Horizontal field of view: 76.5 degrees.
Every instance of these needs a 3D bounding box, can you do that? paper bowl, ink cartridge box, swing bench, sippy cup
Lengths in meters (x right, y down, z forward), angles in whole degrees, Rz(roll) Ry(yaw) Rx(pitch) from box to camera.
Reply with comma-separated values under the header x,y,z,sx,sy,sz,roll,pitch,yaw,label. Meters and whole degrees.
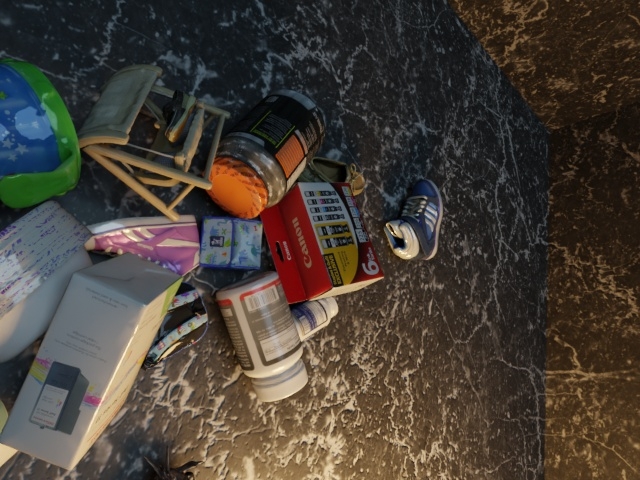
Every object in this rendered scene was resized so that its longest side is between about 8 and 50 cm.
x,y,z,sx,sy,sz,roll,pitch,yaw,label
-0.492,0.078,0.657,0.148,0.284,0.284,49,54,-21,paper bowl
0.000,0.000,1.149,0.272,0.130,0.309,-8,72,-40,ink cartridge box
-0.379,0.212,0.680,0.119,0.207,0.353,26,95,-7,ink cartridge box
-0.358,-0.222,0.864,0.254,0.165,0.253,30,43,-32,swing bench
-0.564,-0.161,0.657,0.224,0.305,0.240,-36,116,-49,sippy cup

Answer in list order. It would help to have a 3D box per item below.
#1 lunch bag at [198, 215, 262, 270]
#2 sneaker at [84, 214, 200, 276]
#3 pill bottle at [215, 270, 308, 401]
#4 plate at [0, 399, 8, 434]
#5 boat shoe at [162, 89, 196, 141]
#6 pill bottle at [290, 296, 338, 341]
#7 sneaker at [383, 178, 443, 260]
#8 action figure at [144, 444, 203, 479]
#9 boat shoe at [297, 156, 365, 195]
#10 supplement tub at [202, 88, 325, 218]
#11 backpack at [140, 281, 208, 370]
x,y,z,sx,sy,sz,roll,pitch,yaw,label
-0.229,0.009,1.026,0.151,0.096,0.129,7,79,-24,lunch bag
-0.389,0.032,0.878,0.282,0.102,0.161,-8,89,-41,sneaker
-0.138,0.233,1.006,0.161,0.161,0.283,-22,96,-41,pill bottle
-0.627,0.329,0.664,0.188,0.024,0.188,11,73,-39,plate
-0.284,-0.245,0.791,0.049,0.056,0.152,25,35,-22,boat shoe
-0.032,0.215,1.143,0.169,0.094,0.094,-23,96,-41,pill bottle
0.334,-0.088,1.489,0.236,0.130,0.323,8,81,-43,sneaker
-0.285,0.572,0.828,0.164,0.141,0.276,-18,96,-39,action figure
0.050,-0.204,1.300,0.285,0.089,0.105,4,78,-40,boat shoe
-0.141,-0.226,1.053,0.207,0.207,0.338,49,50,-22,supplement tub
-0.342,0.171,0.875,0.173,0.117,0.158,-25,97,-40,backpack
